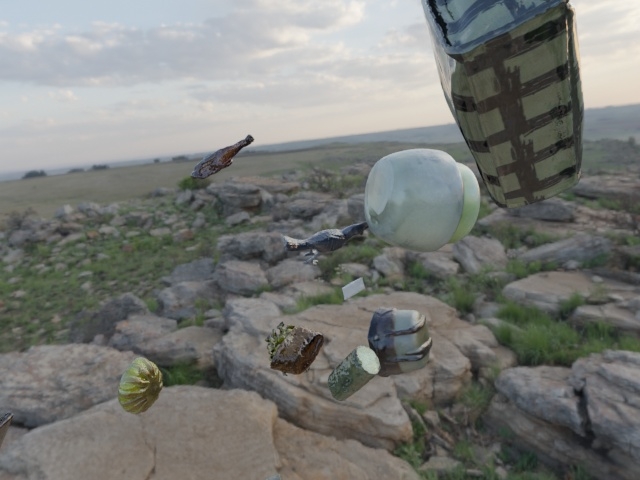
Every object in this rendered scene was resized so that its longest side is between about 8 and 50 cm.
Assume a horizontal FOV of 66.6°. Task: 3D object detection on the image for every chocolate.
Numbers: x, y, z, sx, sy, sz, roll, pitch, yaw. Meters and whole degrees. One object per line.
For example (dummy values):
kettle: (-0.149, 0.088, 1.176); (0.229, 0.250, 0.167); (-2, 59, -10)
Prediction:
chocolate: (0.325, 0.386, 1.881); (0.186, 0.284, 0.283); (-9, 8, 35)

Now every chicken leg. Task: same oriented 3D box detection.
chicken leg: (-0.277, -0.230, 1.363); (0.205, 0.053, 0.093); (-23, 19, 12)

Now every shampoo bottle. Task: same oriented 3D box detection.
shampoo bottle: (0.303, -0.124, 1.523); (0.317, 0.323, 0.322); (1, 9, -18)

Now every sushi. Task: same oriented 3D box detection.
sushi: (-0.109, 0.443, 2.031); (0.179, 0.167, 0.296); (18, 48, 35)

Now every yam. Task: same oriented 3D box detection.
yam: (0.102, 0.442, 1.606); (0.194, 0.107, 0.107); (-51, -15, 32)

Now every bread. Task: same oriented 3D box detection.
bread: (-0.665, 0.546, 1.819); (0.104, 0.214, 0.213); (10, 15, 13)

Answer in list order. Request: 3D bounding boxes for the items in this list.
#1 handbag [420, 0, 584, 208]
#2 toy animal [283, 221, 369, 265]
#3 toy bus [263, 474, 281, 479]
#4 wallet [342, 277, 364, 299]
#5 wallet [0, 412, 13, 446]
handbag: (0.241, -0.262, 0.688); (0.162, 0.327, 0.325); (-22, -37, 17)
toy animal: (0.000, 0.014, 1.665); (0.367, 0.081, 0.206); (-13, -23, -32)
toy bus: (-0.132, 0.875, 1.506); (0.113, 0.139, 0.301); (-17, 15, -9)
wallet: (0.104, 0.151, 1.534); (0.083, 0.044, 0.011); (-26, 25, -29)
wallet: (-0.904, 0.575, 1.300); (0.039, 0.243, 0.133); (35, 26, -3)
